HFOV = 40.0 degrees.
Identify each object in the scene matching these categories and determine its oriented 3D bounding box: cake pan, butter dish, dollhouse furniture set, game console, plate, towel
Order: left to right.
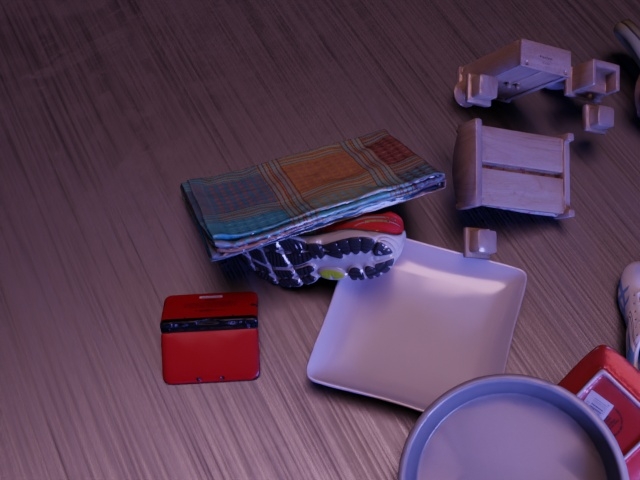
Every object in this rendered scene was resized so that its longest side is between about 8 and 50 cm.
[{"bbox_3d":[-0.164,0.144,1.325,0.144,0.085,0.124,-2,27,-3],"label":"game console"},{"bbox_3d":[-0.023,-0.087,1.381,0.370,0.040,0.271,-18,28,-11],"label":"towel"},{"bbox_3d":[0.147,0.130,1.319,0.278,0.045,0.277,15,59,9],"label":"plate"},{"bbox_3d":[0.249,0.324,1.150,0.293,0.054,0.293,-4,71,11],"label":"cake pan"},{"bbox_3d":[0.333,-0.131,1.475,0.303,0.174,0.355,6,82,-26],"label":"dollhouse furniture set"},{"bbox_3d":[0.406,0.244,1.217,0.160,0.118,0.160,46,109,23],"label":"butter dish"}]

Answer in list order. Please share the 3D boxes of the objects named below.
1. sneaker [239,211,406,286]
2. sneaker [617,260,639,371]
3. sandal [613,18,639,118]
[{"bbox_3d":[0.000,0.000,1.353,0.279,0.107,0.118,2,37,23],"label":"sneaker"},{"bbox_3d":[0.493,0.128,1.303,0.085,0.086,0.237,4,57,3],"label":"sneaker"},{"bbox_3d":[0.584,-0.257,1.545,0.086,0.120,0.302,-30,57,14],"label":"sandal"}]
